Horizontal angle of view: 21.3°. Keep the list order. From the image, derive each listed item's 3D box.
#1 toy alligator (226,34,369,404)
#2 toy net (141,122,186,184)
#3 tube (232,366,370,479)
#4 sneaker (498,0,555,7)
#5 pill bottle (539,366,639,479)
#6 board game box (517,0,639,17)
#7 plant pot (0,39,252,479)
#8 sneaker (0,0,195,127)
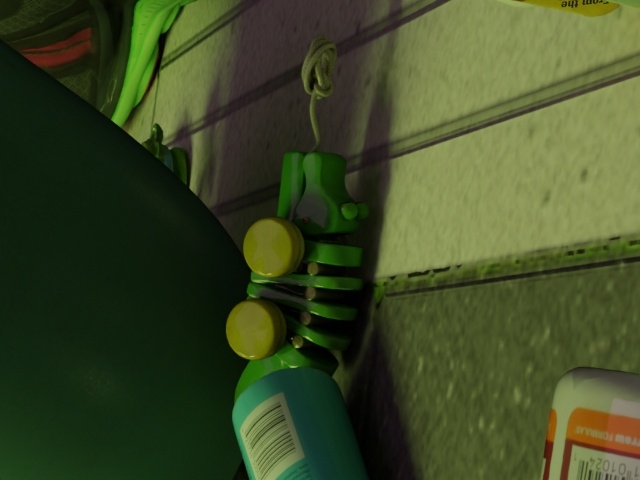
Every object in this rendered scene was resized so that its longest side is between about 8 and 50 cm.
[{"bbox_3d":[0.000,0.000,0.806,0.051,0.056,0.190,15,95,29],"label":"toy alligator"},{"bbox_3d":[-0.118,0.045,1.126,0.122,0.045,0.232,166,111,-67],"label":"toy net"},{"bbox_3d":[0.009,0.143,0.716,0.207,0.052,0.080,-109,29,-45],"label":"tube"},{"bbox_3d":[0.101,-0.182,0.578,0.094,0.080,0.212,27,105,58],"label":"sneaker"},{"bbox_3d":[0.091,0.112,0.432,0.086,0.086,0.152,-177,97,-71],"label":"pill bottle"},{"bbox_3d":[0.095,-0.168,0.500,0.259,0.124,0.039,119,153,-43],"label":"board game box"},{"bbox_3d":[-0.168,0.061,0.902,0.293,0.235,0.293,-48,23,28],"label":"plant pot"},{"bbox_3d":[-0.198,-0.202,1.225,0.483,0.202,0.185,135,141,-58],"label":"sneaker"}]
